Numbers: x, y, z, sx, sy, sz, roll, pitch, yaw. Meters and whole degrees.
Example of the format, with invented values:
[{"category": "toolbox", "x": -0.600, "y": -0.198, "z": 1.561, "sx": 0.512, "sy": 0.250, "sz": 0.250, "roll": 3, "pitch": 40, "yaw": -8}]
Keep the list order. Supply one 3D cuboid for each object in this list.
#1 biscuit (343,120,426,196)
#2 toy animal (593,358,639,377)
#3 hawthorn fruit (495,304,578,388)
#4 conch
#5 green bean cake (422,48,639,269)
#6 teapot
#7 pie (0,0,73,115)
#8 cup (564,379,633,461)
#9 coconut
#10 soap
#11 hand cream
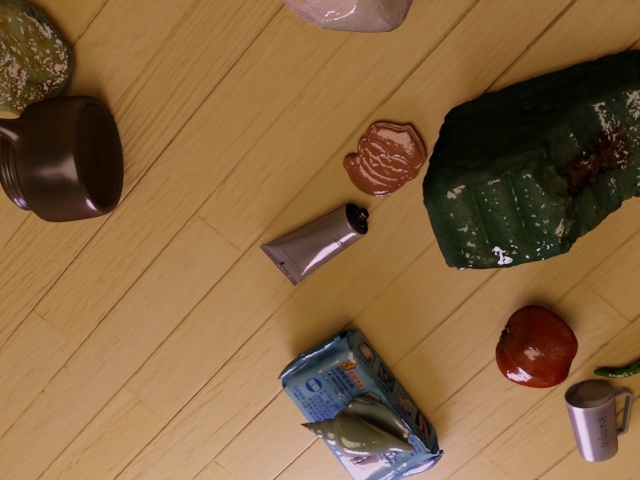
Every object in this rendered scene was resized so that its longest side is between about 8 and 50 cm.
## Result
[{"category": "biscuit", "x": 0.096, "y": -0.120, "z": 1.930, "sx": 0.102, "sy": 0.019, "sz": 0.130, "roll": 42, "pitch": 117, "yaw": -9}, {"category": "toy animal", "x": 0.523, "y": 0.191, "z": 1.965, "sx": 0.217, "sy": 0.041, "sz": 0.075, "roll": -23, "pitch": 107, "yaw": 27}, {"category": "hawthorn fruit", "x": 0.323, "y": 0.160, "z": 1.960, "sx": 0.128, "sy": 0.128, "sz": 0.128, "roll": 6, "pitch": 117, "yaw": 12}, {"category": "conch", "x": 0.058, "y": 0.291, "z": 2.037, "sx": 0.180, "sy": 0.088, "sz": 0.065, "roll": 8, "pitch": 161, "yaw": 1}, {"category": "green bean cake", "x": 0.304, "y": -0.097, "z": 1.725, "sx": 0.300, "sy": 0.308, "sz": 0.169, "roll": -14, "pitch": 113, "yaw": 22}, {"category": "teapot", "x": -0.402, "y": -0.112, "z": 1.974, "sx": 0.175, "sy": 0.185, "sz": 0.267, "roll": -4, "pitch": 151, "yaw": 16}, {"category": "pie", "x": -0.461, "y": -0.277, "z": 1.983, "sx": 0.187, "sy": 0.041, "sz": 0.186, "roll": 6, "pitch": 116, "yaw": 11}, {"category": "cup", "x": 0.433, "y": 0.271, "z": 2.017, "sx": 0.104, "sy": 0.074, "sz": 0.116, "roll": -20, "pitch": 116, "yaw": -8}, {"category": "coconut", "x": 0.031, "y": -0.375, "z": 1.714, "sx": 0.224, "sy": 0.224, "sz": 0.234, "roll": -19, "pitch": 110, "yaw": 22}, {"category": "soap", "x": 0.063, "y": 0.274, "z": 2.100, "sx": 0.156, "sy": 0.077, "sz": 0.293, "roll": -29, "pitch": 107, "yaw": 23}, {"category": "hand cream", "x": 0.000, "y": 0.000, "z": 2.000, "sx": 0.186, "sy": 0.054, "sz": 0.087, "roll": -31, "pitch": 110, "yaw": 32}]
